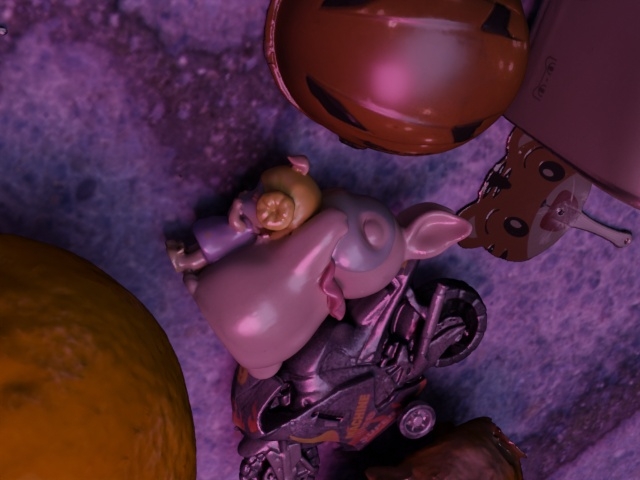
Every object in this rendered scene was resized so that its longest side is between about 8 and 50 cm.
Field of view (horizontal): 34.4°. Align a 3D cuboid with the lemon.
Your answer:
[{"bbox_3d":[-0.251,0.164,0.759,0.348,0.348,0.348,-11,122,-19],"label":"lemon"}]

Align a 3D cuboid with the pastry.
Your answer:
[{"bbox_3d":[0.095,0.279,1.068,0.236,0.121,0.257,-31,165,-18],"label":"pastry"}]

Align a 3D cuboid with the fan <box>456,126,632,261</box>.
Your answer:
[{"bbox_3d":[0.247,-0.029,1.071,0.227,0.008,0.152,21,107,-31],"label":"fan"}]

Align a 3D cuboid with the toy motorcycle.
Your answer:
[{"bbox_3d":[0.021,0.126,0.998,0.307,0.108,0.173,-42,121,0],"label":"toy motorcycle"}]

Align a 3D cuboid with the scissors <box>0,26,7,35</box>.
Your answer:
[{"bbox_3d":[-0.348,-0.166,0.713,0.248,0.017,0.144,-12,122,-20],"label":"scissors"}]

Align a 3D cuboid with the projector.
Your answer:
[{"bbox_3d":[0.334,-0.165,0.884,0.248,0.248,0.249,7,114,-28],"label":"projector"}]

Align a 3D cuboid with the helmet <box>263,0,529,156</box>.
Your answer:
[{"bbox_3d":[0.078,-0.155,0.848,0.224,0.130,0.198,4,113,-25],"label":"helmet"}]

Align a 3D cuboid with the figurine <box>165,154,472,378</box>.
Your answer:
[{"bbox_3d":[0.000,0.000,0.905,0.235,0.127,0.155,-34,95,-3],"label":"figurine"}]
